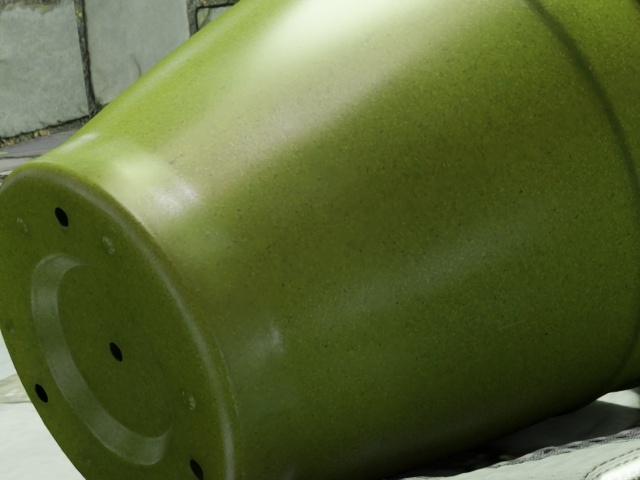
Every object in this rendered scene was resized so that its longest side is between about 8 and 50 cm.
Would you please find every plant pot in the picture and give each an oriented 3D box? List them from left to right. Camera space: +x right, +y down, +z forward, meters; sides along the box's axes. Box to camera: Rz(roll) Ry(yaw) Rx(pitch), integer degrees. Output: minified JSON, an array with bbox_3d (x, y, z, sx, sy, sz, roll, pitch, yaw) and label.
[{"bbox_3d":[0.000,0.000,1.138,0.353,0.366,0.366,-27,20,-33],"label":"plant pot"}]

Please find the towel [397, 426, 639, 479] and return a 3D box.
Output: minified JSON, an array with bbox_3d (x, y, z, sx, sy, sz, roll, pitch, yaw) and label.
[{"bbox_3d":[0.177,0.104,0.898,0.312,0.056,0.324,-12,-7,-27],"label":"towel"}]
